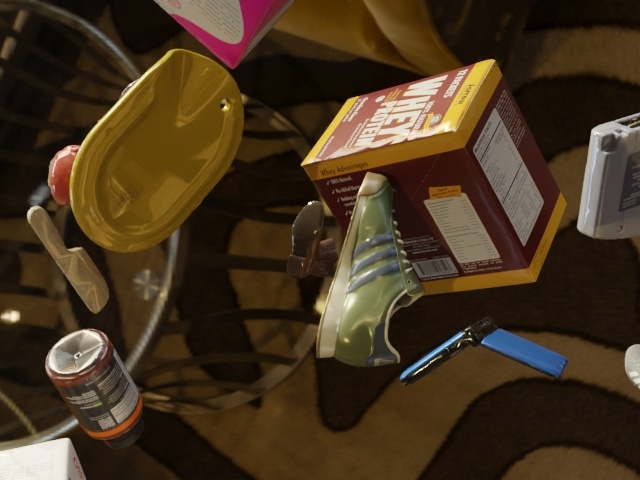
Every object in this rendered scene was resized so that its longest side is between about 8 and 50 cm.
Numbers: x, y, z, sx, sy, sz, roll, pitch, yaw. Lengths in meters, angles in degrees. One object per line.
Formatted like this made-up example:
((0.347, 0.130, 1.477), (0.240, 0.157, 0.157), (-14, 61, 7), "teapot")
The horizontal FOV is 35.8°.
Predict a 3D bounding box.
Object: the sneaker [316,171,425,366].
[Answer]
((0.060, 0.032, 0.946), (0.086, 0.064, 0.192), (14, 70, 7), "sneaker")

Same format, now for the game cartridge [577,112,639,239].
((0.521, -0.108, 1.544), (0.060, 0.294, 0.196), (32, 131, 50), "game cartridge")

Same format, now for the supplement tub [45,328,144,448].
((-0.341, 0.237, 1.539), (0.106, 0.198, 0.106), (-10, 40, 9), "supplement tub")

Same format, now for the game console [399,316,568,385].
((0.323, 0.250, 1.928), (0.250, 0.293, 0.173), (-38, 79, 13), "game console")

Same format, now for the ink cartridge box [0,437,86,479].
((-0.324, 0.380, 1.174), (0.100, 0.237, 0.172), (-12, 123, -5), "ink cartridge box")

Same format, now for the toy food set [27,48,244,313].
((-0.161, -0.065, 0.815), (0.071, 0.128, 0.218), (25, 68, 40), "toy food set")

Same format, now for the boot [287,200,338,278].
((0.000, 0.000, 1.297), (0.037, 0.114, 0.106), (25, 100, 23), "boot")

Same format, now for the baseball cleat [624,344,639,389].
((0.554, 0.225, 1.614), (0.072, 0.109, 0.206), (-6, 39, -3), "baseball cleat")

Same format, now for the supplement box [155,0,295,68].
((-0.059, -0.245, 0.803), (0.111, 0.220, 0.114), (41, 71, -6), "supplement box")

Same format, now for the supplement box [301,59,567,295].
((0.123, -0.058, 1.052), (0.191, 0.129, 0.194), (-10, 124, 38), "supplement box")
